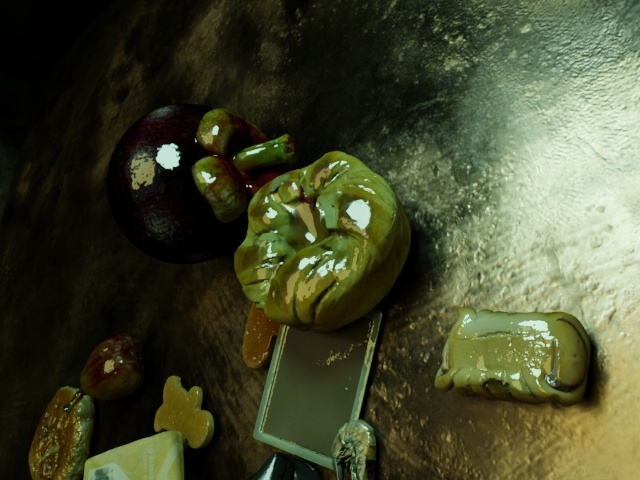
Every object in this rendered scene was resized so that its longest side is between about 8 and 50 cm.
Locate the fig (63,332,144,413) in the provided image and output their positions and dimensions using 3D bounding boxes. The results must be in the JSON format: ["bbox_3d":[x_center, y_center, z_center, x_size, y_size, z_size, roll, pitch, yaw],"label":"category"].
[{"bbox_3d":[-0.586,0.376,1.641,0.274,0.145,0.170,-39,46,10],"label":"fig"}]

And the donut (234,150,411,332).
[{"bbox_3d":[0.000,0.000,1.140,0.361,0.170,0.360,-18,57,29],"label":"donut"}]

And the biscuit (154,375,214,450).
[{"bbox_3d":[-0.314,0.414,1.427,0.240,0.035,0.158,15,86,49],"label":"biscuit"}]

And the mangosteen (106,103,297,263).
[{"bbox_3d":[-0.259,-0.127,1.375,0.436,0.382,0.381,3,75,32],"label":"mangosteen"}]

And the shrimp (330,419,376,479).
[{"bbox_3d":[0.059,0.389,1.034,0.091,0.034,0.160,-19,60,33],"label":"shrimp"}]

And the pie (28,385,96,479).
[{"bbox_3d":[-0.761,0.591,1.790,0.315,0.092,0.314,-21,57,38],"label":"pie"}]

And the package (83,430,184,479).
[{"bbox_3d":[-0.370,0.589,1.268,0.222,0.164,0.311,-18,36,-5],"label":"package"}]

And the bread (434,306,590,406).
[{"bbox_3d":[0.270,0.167,0.876,0.225,0.081,0.134,-5,65,48],"label":"bread"}]

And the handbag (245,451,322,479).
[{"bbox_3d":[-0.150,0.551,1.066,0.288,0.152,0.342,-43,16,37],"label":"handbag"}]

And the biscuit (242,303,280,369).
[{"bbox_3d":[-0.085,0.184,1.280,0.192,0.036,0.186,-3,70,44],"label":"biscuit"}]

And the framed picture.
[{"bbox_3d":[-0.007,0.258,1.151,0.231,0.018,0.292,7,79,38],"label":"framed picture"}]
